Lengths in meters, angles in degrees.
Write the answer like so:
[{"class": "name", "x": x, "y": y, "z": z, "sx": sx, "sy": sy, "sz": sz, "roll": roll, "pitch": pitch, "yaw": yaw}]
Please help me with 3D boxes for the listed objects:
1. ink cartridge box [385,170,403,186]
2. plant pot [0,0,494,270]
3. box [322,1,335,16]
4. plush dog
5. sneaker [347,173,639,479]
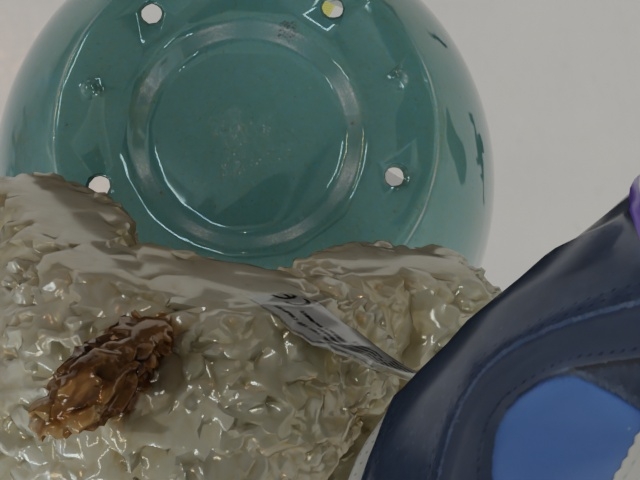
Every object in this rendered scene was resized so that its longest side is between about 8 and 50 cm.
[{"class": "ink cartridge box", "x": 0.000, "y": 0.000, "z": 1.276, "sx": 0.109, "sy": 0.063, "sz": 0.150, "roll": 33, "pitch": 116, "yaw": 27}, {"class": "plant pot", "x": -0.038, "y": -0.033, "z": 0.843, "sx": 0.293, "sy": 0.235, "sz": 0.293, "roll": 0, "pitch": 82, "yaw": -4}, {"class": "box", "x": -0.072, "y": -0.168, "z": 1.464, "sx": 0.087, "sy": 0.058, "sz": 0.232, "roll": 42, "pitch": 110, "yaw": 22}, {"class": "plush dog", "x": -0.063, "y": 0.115, "z": 0.596, "sx": 0.262, "sy": 0.210, "sz": 0.225, "roll": 10, "pitch": 107, "yaw": 6}, {"class": "sneaker", "x": 0.077, "y": 0.137, "z": 0.352, "sx": 0.130, "sy": 0.323, "sz": 0.236, "roll": 26, "pitch": 119, "yaw": -24}]
